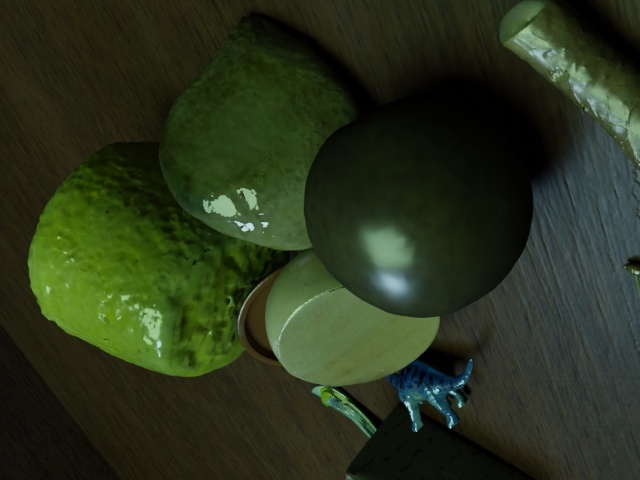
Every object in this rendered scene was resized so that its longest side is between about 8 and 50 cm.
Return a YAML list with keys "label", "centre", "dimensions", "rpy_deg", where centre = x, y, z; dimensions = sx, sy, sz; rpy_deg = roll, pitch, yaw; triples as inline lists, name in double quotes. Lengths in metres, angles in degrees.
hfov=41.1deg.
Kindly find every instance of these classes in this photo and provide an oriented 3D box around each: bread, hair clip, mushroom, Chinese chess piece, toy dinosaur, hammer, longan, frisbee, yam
- label: "bread"
  centre: [-0.234, 0.037, 1.334]
  dimensions: [0.308, 0.348, 0.348]
  rpy_deg: [24, 143, 25]
- label: "hair clip"
  centre: [0.063, 0.333, 1.633]
  dimensions: [0.188, 0.033, 0.060]
  rpy_deg: [40, 147, 17]
- label: "mushroom"
  centre: [-0.089, -0.145, 1.095]
  dimensions: [0.292, 0.212, 0.217]
  rpy_deg: [51, 144, 25]
- label: "Chinese chess piece"
  centre: [0.046, 0.100, 1.206]
  dimensions: [0.251, 0.251, 0.097]
  rpy_deg: [85, 174, -47]
- label: "toy dinosaur"
  centre: [0.174, 0.235, 1.361]
  dimensions: [0.144, 0.076, 0.329]
  rpy_deg: [60, 156, -11]
- label: "hammer"
  centre: [0.378, 0.073, 1.001]
  dimensions: [0.029, 0.014, 0.123]
  rpy_deg: [20, 145, 47]
- label: "longan"
  centre: [0.105, -0.038, 0.961]
  dimensions: [0.258, 0.258, 0.258]
  rpy_deg: [29, 145, 23]
- label: "frisbee"
  centre: [-0.006, 0.105, 1.291]
  dimensions: [0.251, 0.251, 0.021]
  rpy_deg: [82, 171, -45]
- label: "yam"
  centre: [0.314, -0.102, 0.806]
  dimensions: [0.357, 0.081, 0.081]
  rpy_deg: [42, 148, -1]

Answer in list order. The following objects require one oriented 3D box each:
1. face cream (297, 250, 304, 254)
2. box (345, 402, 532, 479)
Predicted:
- label: "face cream"
  centre: [0.000, 0.000, 1.280]
  dimensions: [0.075, 0.075, 0.229]
  rpy_deg: [26, 143, 27]
- label: "box"
  centre: [0.211, 0.471, 1.485]
  dimensions: [0.297, 0.190, 0.225]
  rpy_deg: [27, 143, 25]
